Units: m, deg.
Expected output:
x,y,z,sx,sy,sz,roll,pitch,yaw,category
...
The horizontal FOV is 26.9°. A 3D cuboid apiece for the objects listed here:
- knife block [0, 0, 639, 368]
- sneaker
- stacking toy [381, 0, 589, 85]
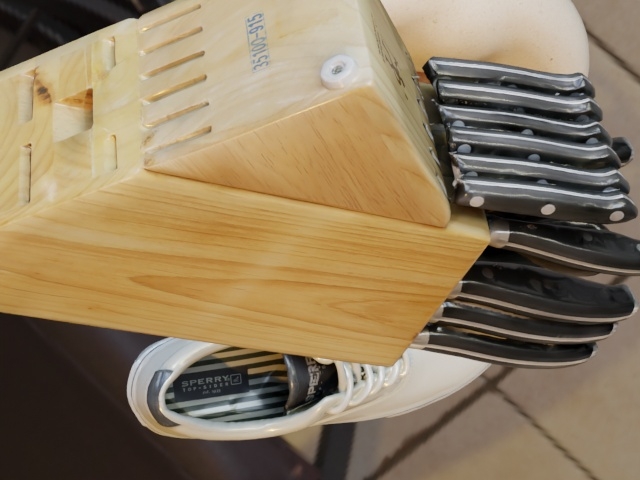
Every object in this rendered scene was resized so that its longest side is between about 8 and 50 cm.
x,y,z,sx,sy,sz,roll,pitch,yaw,category
0.000,0.000,0.580,0.276,0.088,0.242,-20,139,13,knife block
0.008,0.085,0.859,0.091,0.258,0.094,-159,56,-74,sneaker
0.024,-0.276,1.251,0.351,0.480,0.350,-9,147,-6,stacking toy
